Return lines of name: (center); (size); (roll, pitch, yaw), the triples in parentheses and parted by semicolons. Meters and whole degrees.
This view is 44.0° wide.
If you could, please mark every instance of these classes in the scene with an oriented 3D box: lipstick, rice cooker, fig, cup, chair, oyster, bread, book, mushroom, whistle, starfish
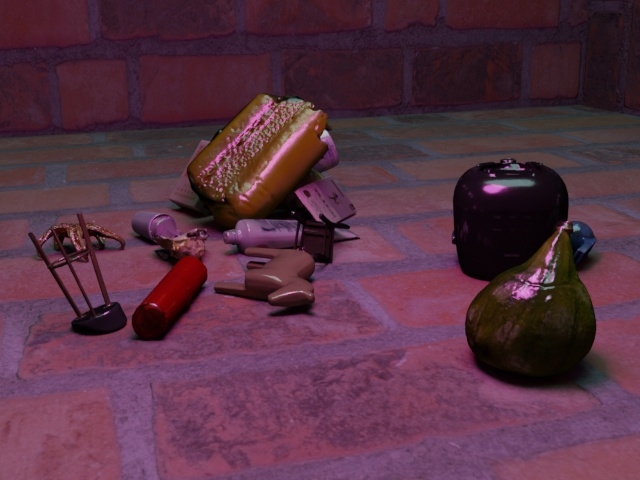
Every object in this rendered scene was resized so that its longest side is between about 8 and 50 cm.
lipstick: (-0.279, 0.102, 1.491); (0.073, 0.073, 0.279); (1, 17, 7)
rice cooker: (0.400, -0.050, 1.682); (0.267, 0.224, 0.267); (-4, 15, 1)
fig: (0.332, 0.084, 1.232); (0.203, 0.235, 0.203); (3, 19, -1)
cup: (-0.402, -0.032, 1.961); (0.104, 0.074, 0.116); (16, -3, -40)
chair: (0.000, 0.000, 1.793); (0.084, 0.101, 0.212); (6, -6, 20)
oyster: (-0.312, 0.010, 1.813); (0.133, 0.072, 0.209); (-6, 2, -30)
bread: (-0.161, -0.199, 2.053); (0.251, 0.208, 0.376); (34, 71, 25)
book: (0.017, -0.102, 2.089); (0.014, 0.127, 0.182); (-40, -7, 34)
mushroom: (-0.046, -0.140, 2.188); (0.148, 0.112, 0.148); (-12, -21, -5)
whistle: (0.555, 0.003, 1.739); (0.090, 0.090, 0.158); (10, 21, 32)
starfish: (-0.558, -0.001, 1.853); (0.190, 0.074, 0.146); (0, 11, -2)
chair: (-0.438, 0.070, 1.424); (0.095, 0.221, 0.104); (-20, 12, 21)

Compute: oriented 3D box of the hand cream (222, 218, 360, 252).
hand cream: (-0.075, -0.014, 1.894); (0.341, 0.078, 0.124); (-3, 19, -32)

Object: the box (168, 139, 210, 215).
box: (-0.324, -0.176, 2.208); (0.141, 0.201, 0.058); (19, -14, 46)

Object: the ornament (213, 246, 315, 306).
ornament: (-0.089, 0.076, 1.575); (0.245, 0.061, 0.230); (4, 19, 26)

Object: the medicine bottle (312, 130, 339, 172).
medicine bottle: (-0.125, -0.206, 2.267); (0.341, 0.130, 0.130); (-26, 22, -9)

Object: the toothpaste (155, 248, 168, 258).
toothpaste: (-0.366, 0.029, 1.834); (0.024, 0.015, 0.083); (-9, 13, -20)
